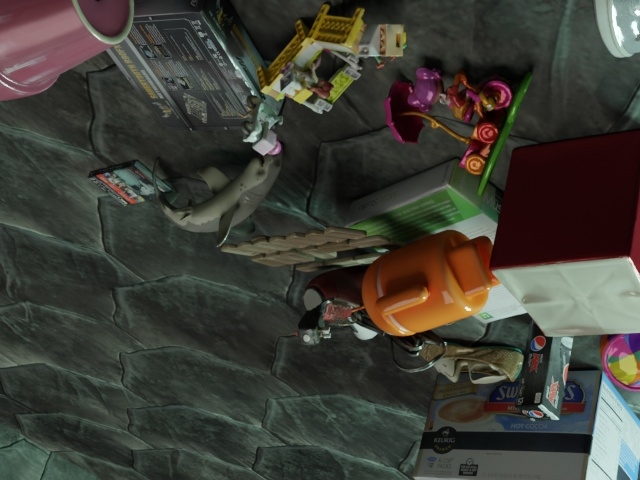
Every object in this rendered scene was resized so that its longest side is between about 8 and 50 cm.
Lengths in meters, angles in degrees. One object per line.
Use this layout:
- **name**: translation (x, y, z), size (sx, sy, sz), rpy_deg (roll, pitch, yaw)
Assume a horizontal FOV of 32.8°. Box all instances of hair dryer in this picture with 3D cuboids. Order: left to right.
- **hair dryer**: translation (0.080, 0.117, 1.688), size (0.224, 0.293, 0.080), rpy_deg (16, 118, -1)

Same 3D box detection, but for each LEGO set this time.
- **LEGO set**: translation (0.024, -0.205, 1.318), size (0.107, 0.132, 0.287), rpy_deg (26, 145, -32)

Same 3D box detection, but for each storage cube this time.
- **storage cube**: translation (0.351, -0.003, 1.408), size (0.215, 0.193, 0.183), rpy_deg (-7, 143, 35)

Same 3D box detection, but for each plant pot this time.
- **plant pot**: translation (-0.330, -0.277, 1.282), size (0.180, 0.201, 0.201), rpy_deg (-8, 143, 24)

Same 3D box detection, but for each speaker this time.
- **speaker**: translation (0.060, 0.120, 1.915), size (0.055, 0.055, 0.136), rpy_deg (0, 147, 28)

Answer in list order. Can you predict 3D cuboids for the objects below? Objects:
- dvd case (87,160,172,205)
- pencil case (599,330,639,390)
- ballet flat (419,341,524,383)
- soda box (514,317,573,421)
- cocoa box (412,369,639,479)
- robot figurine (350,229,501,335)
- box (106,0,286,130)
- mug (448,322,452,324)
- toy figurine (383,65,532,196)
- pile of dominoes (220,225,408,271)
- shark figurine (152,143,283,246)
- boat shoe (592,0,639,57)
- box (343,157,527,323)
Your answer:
- **dvd case**: translation (-0.315, -0.093, 1.790), size (0.119, 0.013, 0.087), rpy_deg (-9, 142, 40)
- **pencil case**: translation (0.439, 0.115, 1.519), size (0.104, 0.236, 0.104), rpy_deg (5, 115, 11)
- **ballet flat**: translation (0.266, 0.224, 1.970), size (0.206, 0.067, 0.073), rpy_deg (-1, 147, 30)
- **soda box**: translation (0.369, 0.209, 1.785), size (0.053, 0.169, 0.060), rpy_deg (-14, 139, 43)
- **cocoa box**: translation (0.390, 0.392, 2.026), size (0.347, 0.228, 0.231), rpy_deg (-6, 143, 36)
- **robot figurine**: translation (0.151, 0.063, 1.544), size (0.219, 0.158, 0.128), rpy_deg (-23, 128, 35)
- **box**: translation (-0.173, -0.235, 1.426), size (0.183, 0.056, 0.231), rpy_deg (2, 148, 28)
- **mug**: translation (0.197, 0.117, 1.834), size (0.078, 0.062, 0.064), rpy_deg (41, 152, -24)
- **toy figurine**: translation (0.158, -0.160, 1.345), size (0.159, 0.130, 0.173), rpy_deg (24, 130, 8)
- **pile of dominoes**: translation (0.000, 0.000, 1.627), size (0.251, 0.040, 0.196), rpy_deg (-10, 162, 37)
- **shark figurine**: translation (-0.159, -0.042, 1.655), size (0.278, 0.166, 0.116), rpy_deg (-7, 153, 39)
- **boat shoe**: translation (0.316, -0.295, 1.009), size (0.103, 0.118, 0.320), rpy_deg (12, 144, 19)
- **box**: translation (0.228, 0.011, 1.639), size (0.322, 0.058, 0.232), rpy_deg (33, 147, -28)
